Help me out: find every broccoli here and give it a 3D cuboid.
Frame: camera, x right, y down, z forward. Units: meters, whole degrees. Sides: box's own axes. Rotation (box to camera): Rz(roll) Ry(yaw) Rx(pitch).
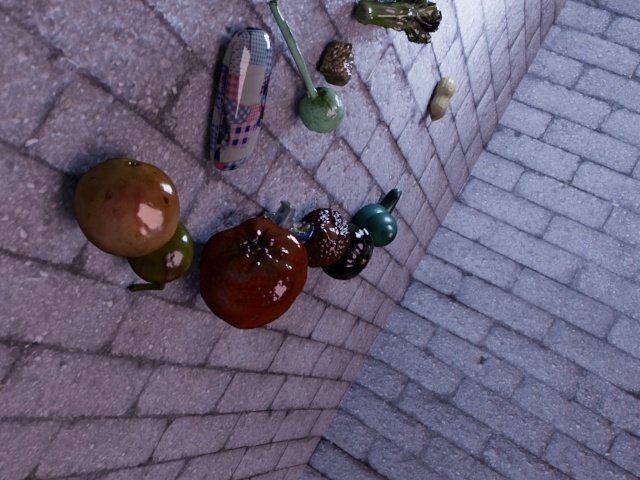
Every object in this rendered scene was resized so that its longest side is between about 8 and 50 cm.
[{"bbox_3d":[0.205,-0.631,1.845,0.304,0.164,0.145,-14,162,-44],"label":"broccoli"}]

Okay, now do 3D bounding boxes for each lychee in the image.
[{"bbox_3d":[0.000,0.000,2.075,0.188,0.188,0.188,-47,154,-32],"label":"lychee"}]

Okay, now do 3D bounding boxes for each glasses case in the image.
[{"bbox_3d":[-0.176,-0.304,1.451,0.125,0.076,0.327,-33,144,-52],"label":"glasses case"}]

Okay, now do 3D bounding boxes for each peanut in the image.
[{"bbox_3d":[0.474,-0.552,2.580,0.082,0.082,0.187,-25,138,-56],"label":"peanut"}]

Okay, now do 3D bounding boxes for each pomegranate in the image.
[{"bbox_3d":[-0.355,-0.058,1.211,0.191,0.191,0.191,-47,154,-32],"label":"pomegranate"}]

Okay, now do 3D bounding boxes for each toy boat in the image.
[{"bbox_3d":[-0.093,-0.047,1.875,0.115,0.114,0.262,-53,156,7],"label":"toy boat"}]

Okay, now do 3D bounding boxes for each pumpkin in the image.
[{"bbox_3d":[0.092,0.039,2.334,0.220,0.162,0.220,-40,147,-33],"label":"pumpkin"}]

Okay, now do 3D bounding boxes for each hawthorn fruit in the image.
[{"bbox_3d":[-0.176,0.112,1.705,0.287,0.287,0.330,-45,158,-35],"label":"hawthorn fruit"}]

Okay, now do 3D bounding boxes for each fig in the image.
[{"bbox_3d":[-0.342,0.045,1.414,0.148,0.142,0.186,-20,126,-21],"label":"fig"}]

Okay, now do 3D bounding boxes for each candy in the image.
[{"bbox_3d":[0.047,-0.471,1.749,0.095,0.085,0.110,51,58,-76],"label":"candy"},{"bbox_3d":[-0.043,-0.413,1.613,0.119,0.119,0.440,-56,150,-14],"label":"candy"}]

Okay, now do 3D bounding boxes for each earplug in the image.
[{"bbox_3d":[0.233,-0.071,2.507,0.258,0.280,0.163,-14,116,-15],"label":"earplug"}]
